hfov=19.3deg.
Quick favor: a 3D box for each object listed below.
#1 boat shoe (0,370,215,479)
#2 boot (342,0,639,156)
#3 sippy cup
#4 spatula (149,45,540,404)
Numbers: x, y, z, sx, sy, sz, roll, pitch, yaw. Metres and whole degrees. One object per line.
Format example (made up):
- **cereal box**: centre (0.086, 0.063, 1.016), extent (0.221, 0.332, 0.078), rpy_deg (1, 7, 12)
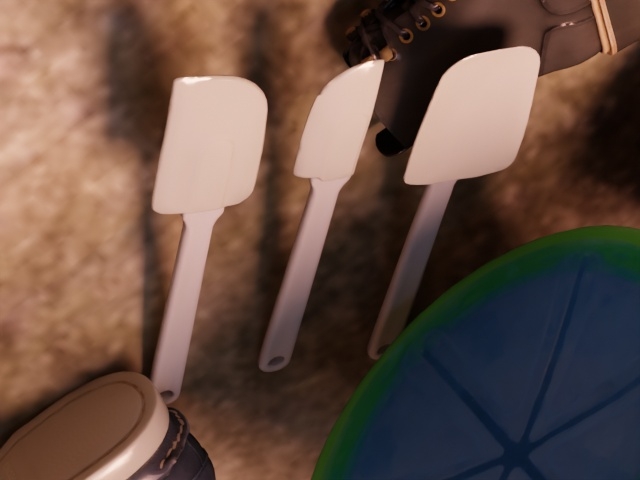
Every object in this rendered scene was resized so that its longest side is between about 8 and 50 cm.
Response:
- **boat shoe**: centre (-0.167, 0.163, 0.909), extent (0.254, 0.095, 0.079), rpy_deg (-38, 123, -6)
- **boot**: centre (0.053, -0.121, 0.798), extent (0.137, 0.077, 0.198), rpy_deg (-29, 133, 5)
- **sippy cup**: centre (0.147, 0.149, 0.874), extent (0.240, 0.305, 0.224), rpy_deg (-27, 125, 33)
- **spatula**: centre (0.000, 0.000, 0.867), extent (0.168, 0.019, 0.242), rpy_deg (-11, 144, -20)
